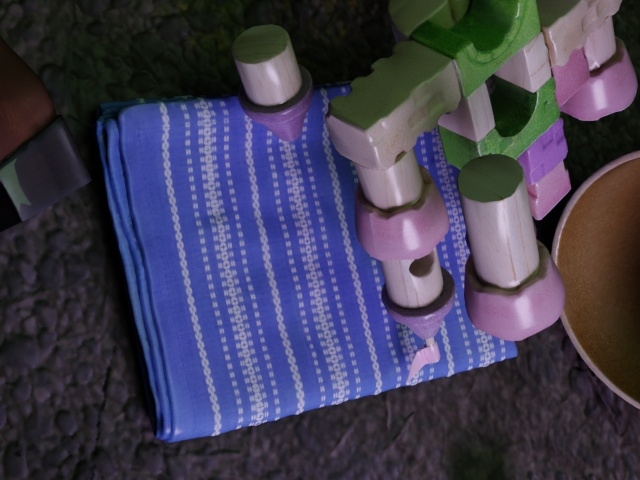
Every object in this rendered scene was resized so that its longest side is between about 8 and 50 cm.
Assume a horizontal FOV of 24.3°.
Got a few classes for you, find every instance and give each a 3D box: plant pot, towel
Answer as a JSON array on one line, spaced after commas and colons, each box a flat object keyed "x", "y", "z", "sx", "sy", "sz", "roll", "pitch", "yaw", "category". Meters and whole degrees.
[{"x": 0.357, "y": 0.002, "z": 1.248, "sx": 0.254, "sy": 0.237, "sz": 0.237, "roll": -28, "pitch": 97, "yaw": -49, "category": "plant pot"}, {"x": 0.000, "y": 0.000, "z": 1.103, "sx": 0.336, "sy": 0.040, "sz": 0.243, "roll": -10, "pitch": 87, "yaw": -35, "category": "towel"}]

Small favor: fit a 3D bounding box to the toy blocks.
[{"x": 0.121, "y": -0.075, "z": 1.085, "sx": 0.288, "sy": 0.309, "sz": 0.260, "roll": -43, "pitch": 141, "yaw": -21, "category": "toy blocks"}]

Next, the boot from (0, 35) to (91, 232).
[{"x": -0.298, "y": -0.104, "z": 0.890, "sx": 0.264, "sy": 0.096, "sz": 0.280, "roll": -35, "pitch": 100, "yaw": -33, "category": "boot"}]
